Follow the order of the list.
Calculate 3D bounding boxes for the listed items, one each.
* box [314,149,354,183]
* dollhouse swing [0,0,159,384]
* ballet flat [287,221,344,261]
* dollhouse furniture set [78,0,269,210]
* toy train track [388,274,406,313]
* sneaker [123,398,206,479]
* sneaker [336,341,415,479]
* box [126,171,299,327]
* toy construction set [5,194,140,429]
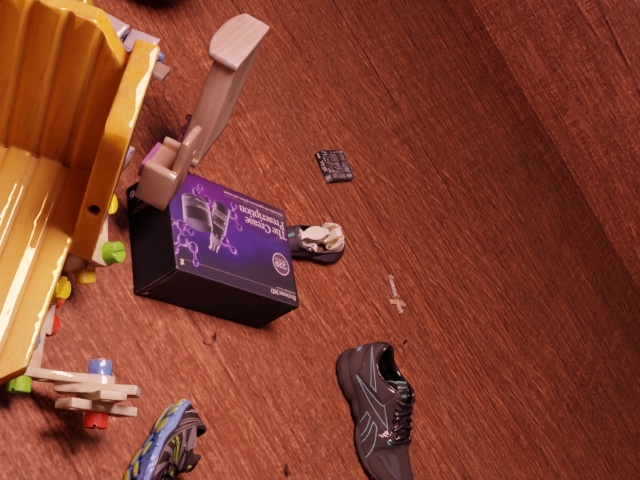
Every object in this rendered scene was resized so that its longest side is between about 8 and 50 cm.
[{"bbox_3d":[0.029,-0.150,2.050,0.083,0.018,0.067,-11,74,-56],"label":"box"},{"bbox_3d":[-0.395,-0.070,1.051,0.347,0.315,0.305,19,45,-10],"label":"dollhouse swing"},{"bbox_3d":[0.000,0.000,1.846,0.203,0.074,0.074,4,62,-53],"label":"ballet flat"},{"bbox_3d":[-0.277,-0.255,1.470,0.303,0.198,0.286,28,39,-1],"label":"dollhouse furniture set"},{"bbox_3d":[0.153,0.106,2.025,0.048,0.014,0.083,13,55,-50],"label":"toy train track"},{"bbox_3d":[-0.199,0.287,1.348,0.078,0.067,0.188,46,31,-10],"label":"sneaker"},{"bbox_3d":[0.110,0.300,1.732,0.101,0.106,0.267,1,66,-55],"label":"sneaker"},{"bbox_3d":[-0.165,0.014,1.581,0.261,0.103,0.184,21,52,-45],"label":"box"},{"bbox_3d":[-0.330,0.078,1.274,0.215,0.151,0.328,37,38,-63],"label":"toy construction set"}]
